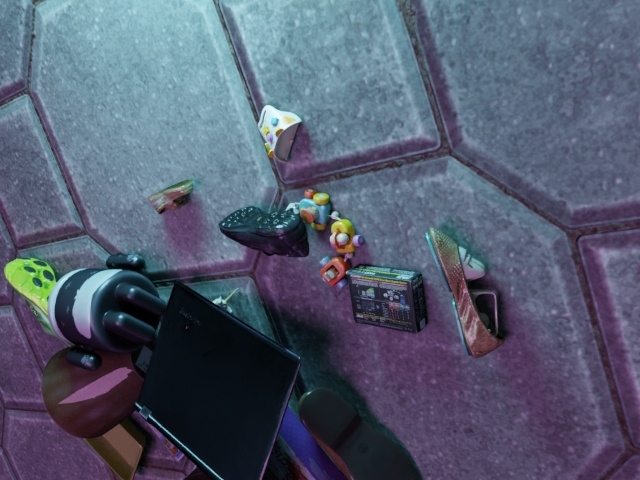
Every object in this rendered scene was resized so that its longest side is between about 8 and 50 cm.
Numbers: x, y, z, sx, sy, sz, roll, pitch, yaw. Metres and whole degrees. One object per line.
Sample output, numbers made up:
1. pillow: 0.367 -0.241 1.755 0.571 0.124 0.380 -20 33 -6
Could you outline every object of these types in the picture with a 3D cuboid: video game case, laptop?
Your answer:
1. video game case: -0.353 0.452 1.768 0.122 0.011 0.087 48 132 10
2. laptop: -0.154 0.344 1.447 0.382 0.236 0.407 25 155 43

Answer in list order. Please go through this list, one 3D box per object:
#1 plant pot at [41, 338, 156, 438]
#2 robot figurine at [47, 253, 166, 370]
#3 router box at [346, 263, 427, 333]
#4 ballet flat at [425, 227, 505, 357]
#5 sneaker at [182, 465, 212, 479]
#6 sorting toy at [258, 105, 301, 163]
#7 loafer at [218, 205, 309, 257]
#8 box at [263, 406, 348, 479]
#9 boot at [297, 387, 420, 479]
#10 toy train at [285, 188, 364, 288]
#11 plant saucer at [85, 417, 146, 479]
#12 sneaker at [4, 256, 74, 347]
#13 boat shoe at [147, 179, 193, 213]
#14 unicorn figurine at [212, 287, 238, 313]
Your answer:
1. plant pot: -0.451 0.299 1.660 0.231 0.215 0.215 -27 93 29
2. robot figurine: -0.440 0.143 1.557 0.278 0.209 0.173 0 115 42
3. router box: 0.105 0.091 1.197 0.123 0.038 0.092 6 115 37
4. ballet flat: 0.215 0.069 1.091 0.067 0.073 0.206 -19 103 15
5. sneaker: -0.204 0.587 1.608 0.282 0.163 0.106 18 122 32
6. sorting toy: -0.076 -0.178 1.219 0.075 0.045 0.083 51 136 34
7. loafer: -0.099 -0.009 1.275 0.223 0.076 0.078 9 131 52
8. box: -0.072 0.423 1.453 0.293 0.057 0.200 47 138 24
9. boot: 0.073 0.386 1.352 0.305 0.112 0.115 50 164 2
10. toy train: 0.000 0.000 1.232 0.166 0.046 0.125 54 133 4
11. plant saucer: -0.508 0.495 1.891 0.188 0.045 0.188 40 131 18
12. sneaker: -0.656 0.158 1.801 0.295 0.109 0.123 43 128 15
13. boat shoe: -0.275 -0.080 1.419 0.135 0.050 0.045 -12 107 52
14. unicorn figurine: -0.207 0.170 1.476 0.162 0.060 0.111 -18 104 40
